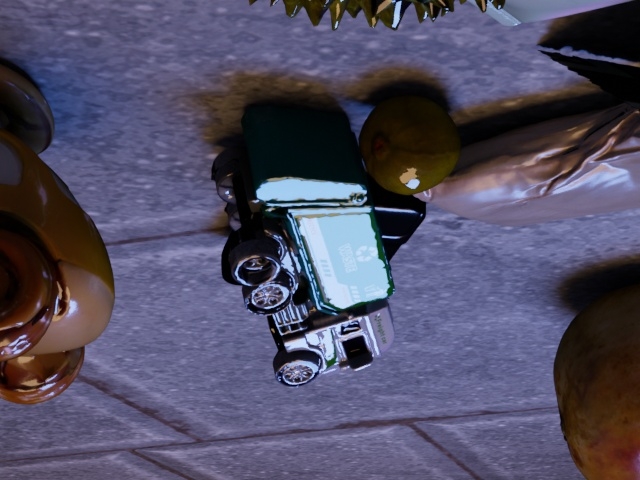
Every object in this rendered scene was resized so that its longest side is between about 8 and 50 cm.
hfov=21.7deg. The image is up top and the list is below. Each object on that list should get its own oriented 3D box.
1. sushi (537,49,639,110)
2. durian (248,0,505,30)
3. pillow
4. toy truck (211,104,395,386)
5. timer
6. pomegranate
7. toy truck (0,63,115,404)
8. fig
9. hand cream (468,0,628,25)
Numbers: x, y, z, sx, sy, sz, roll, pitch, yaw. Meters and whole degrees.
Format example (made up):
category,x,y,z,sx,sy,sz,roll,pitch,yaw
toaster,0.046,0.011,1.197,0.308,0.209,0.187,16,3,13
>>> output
category,x,y,z,sx,sy,sz,roll,pitch,yaw
sushi,0.370,-0.110,1.084,0.373,0.100,0.296,7,-163,-19
durian,0.032,-0.198,0.633,0.291,0.224,0.291,-3,157,-1
pillow,0.218,-0.061,1.280,0.270,0.067,0.173,-15,162,35
toy truck,-0.011,0.005,1.312,0.124,0.114,0.253,-16,139,4
timer,0.000,0.000,1.447,0.144,0.055,0.187,3,154,-15
pomegranate,0.371,0.152,1.675,0.270,0.229,0.252,-13,153,-2
toy truck,-0.288,-0.004,1.190,0.288,0.211,0.204,2,161,1
fig,0.071,-0.071,1.236,0.074,0.074,0.088,-19,172,41
hand cream,0.178,-0.167,1.006,0.205,0.050,0.078,-12,159,37
